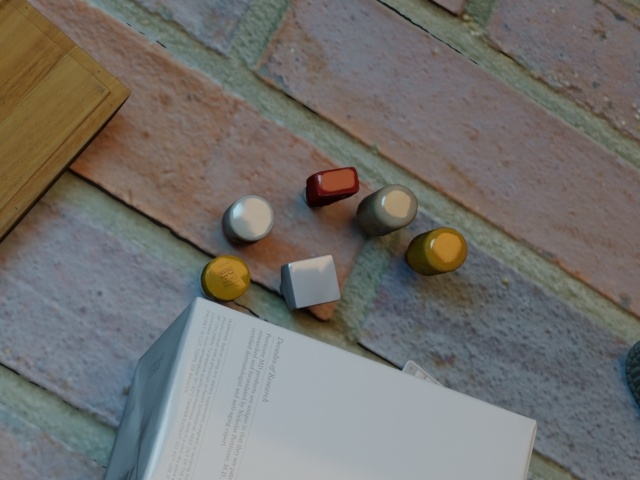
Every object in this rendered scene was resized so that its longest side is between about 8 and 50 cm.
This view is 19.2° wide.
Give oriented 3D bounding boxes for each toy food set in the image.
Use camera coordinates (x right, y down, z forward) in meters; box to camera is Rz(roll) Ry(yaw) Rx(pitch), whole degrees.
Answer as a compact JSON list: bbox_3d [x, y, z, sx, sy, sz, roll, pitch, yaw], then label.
[{"bbox_3d":[0.000,0.000,1.656,0.232,0.104,0.111,-12,87,-12],"label":"toy food set"}]

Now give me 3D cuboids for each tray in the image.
[{"bbox_3d":[-0.349,-0.044,1.491,0.203,0.076,0.411,41,57,-5],"label":"tray"}]

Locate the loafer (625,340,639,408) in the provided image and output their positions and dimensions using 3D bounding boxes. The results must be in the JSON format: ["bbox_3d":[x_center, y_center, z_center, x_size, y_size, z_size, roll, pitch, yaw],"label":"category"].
[{"bbox_3d":[0.376,0.195,1.741,0.087,0.094,0.251,-18,77,-28],"label":"loafer"}]

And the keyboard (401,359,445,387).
[{"bbox_3d":[0.051,0.220,1.612,0.072,0.014,0.256,36,57,-9],"label":"keyboard"}]

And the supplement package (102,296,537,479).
[{"bbox_3d":[-0.008,0.193,1.476,0.293,0.177,0.175,20,64,-12],"label":"supplement package"}]
